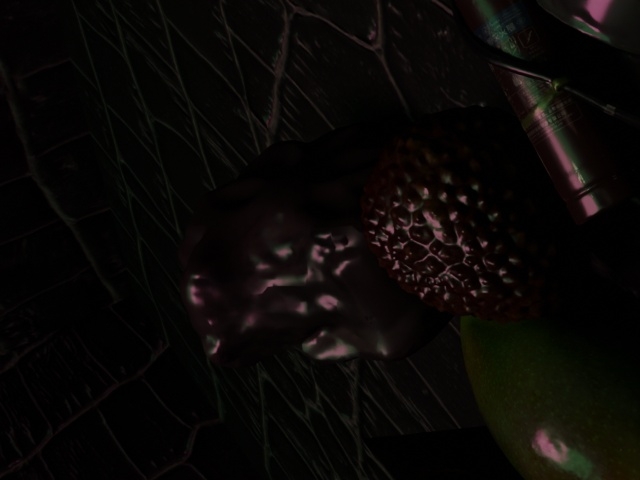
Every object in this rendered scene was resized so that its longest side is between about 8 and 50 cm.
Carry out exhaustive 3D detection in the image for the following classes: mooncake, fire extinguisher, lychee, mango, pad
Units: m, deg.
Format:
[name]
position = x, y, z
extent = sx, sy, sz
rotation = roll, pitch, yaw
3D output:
[mooncake]
position = 0.000, 0.000, 1.538
extent = 0.212, 0.381, 0.350
rotation = 62, -158, -26
[fire extinguisher]
position = 0.218, -0.189, 1.144
extent = 0.141, 0.105, 0.341
rotation = -34, 82, 52
[lychee]
position = 0.171, -0.025, 1.256
extent = 0.271, 0.236, 0.236
rotation = 46, 154, 33
[mango]
position = 0.277, 0.172, 1.259
extent = 0.382, 0.225, 0.201
rotation = 45, 123, 46
[pad]
position = 0.250, 0.273, 1.280
extent = 0.247, 0.367, 0.007
rotation = 43, 124, 47

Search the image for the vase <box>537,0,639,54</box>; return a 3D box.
[vase]
position = 0.283, -0.269, 0.831
extent = 0.251, 0.156, 0.301
rotation = 40, 147, 19
